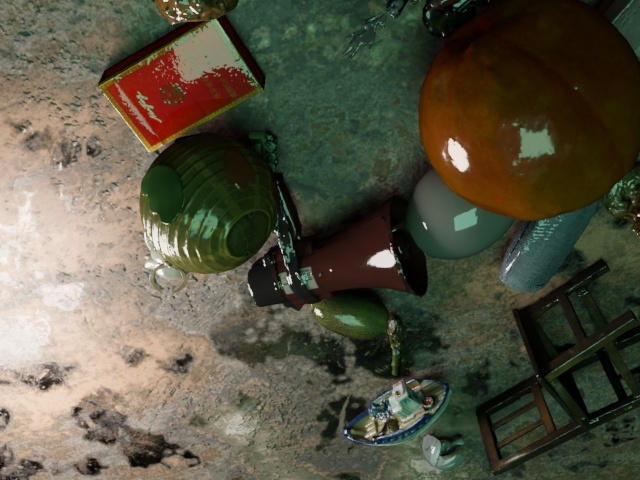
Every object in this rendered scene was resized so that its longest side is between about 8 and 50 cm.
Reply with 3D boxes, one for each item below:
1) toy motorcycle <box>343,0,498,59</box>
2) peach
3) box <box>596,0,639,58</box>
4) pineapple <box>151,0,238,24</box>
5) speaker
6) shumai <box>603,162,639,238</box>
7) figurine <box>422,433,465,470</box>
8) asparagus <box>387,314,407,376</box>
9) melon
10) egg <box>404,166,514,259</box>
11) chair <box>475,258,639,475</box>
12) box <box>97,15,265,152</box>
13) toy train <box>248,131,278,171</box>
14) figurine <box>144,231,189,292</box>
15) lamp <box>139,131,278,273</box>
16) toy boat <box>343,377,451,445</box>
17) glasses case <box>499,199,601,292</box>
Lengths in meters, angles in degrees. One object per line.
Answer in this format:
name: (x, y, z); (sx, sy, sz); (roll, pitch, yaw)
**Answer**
toy motorcycle: (0.195, -0.421, 1.354); (0.401, 0.134, 0.207); (-38, 117, 20)
peach: (0.313, -0.205, 1.339); (0.343, 0.342, 0.301); (-28, 128, 17)
box: (0.591, -0.380, 1.416); (0.215, 0.086, 0.215); (29, 118, -19)
pineapple: (-0.202, -0.488, 1.308); (0.170, 0.141, 0.309); (-6, 117, 9)
speaker: (0.008, 0.014, 1.623); (0.330, 0.198, 0.259); (-10, 137, 16)
shumai: (0.611, -0.079, 1.622); (0.139, 0.105, 0.123); (-21, 125, -22)
figurine: (0.283, 0.487, 2.013); (0.086, 0.082, 0.094); (2, 151, -21)
asparagus: (0.161, 0.219, 1.847); (0.036, 0.030, 0.165); (-2, 125, 13)
melon: (0.059, 0.145, 1.754); (0.162, 0.099, 0.099); (17, 122, -9)
egg: (0.262, -0.070, 1.566); (0.232, 0.176, 0.176); (-44, 115, 12)
chair: (0.463, 0.266, 1.788); (0.416, 0.203, 0.240); (-31, 124, 16)
box: (-0.233, -0.271, 1.487); (0.240, 0.074, 0.153); (-26, 124, 15)
toy train: (-0.103, -0.157, 1.586); (0.053, 0.033, 0.083); (4, 124, 3)
figurine: (-0.274, 0.032, 1.637); (0.132, 0.153, 0.132); (0, 125, 0)
lamp: (-0.207, -0.073, 1.534); (0.250, 0.284, 0.250); (-27, 134, -33)
toy boat: (0.160, 0.366, 1.891); (0.115, 0.114, 0.262); (31, 123, -34)
glasses case: (0.438, -0.016, 1.670); (0.109, 0.067, 0.282); (11, 121, -20)
